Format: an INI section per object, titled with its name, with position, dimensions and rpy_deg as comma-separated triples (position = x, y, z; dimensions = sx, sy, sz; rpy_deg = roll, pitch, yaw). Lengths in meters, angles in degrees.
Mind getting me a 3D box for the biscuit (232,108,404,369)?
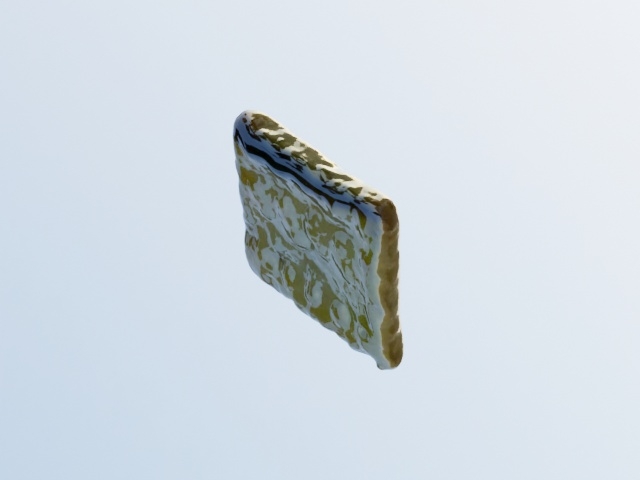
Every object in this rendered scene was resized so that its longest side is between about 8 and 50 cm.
[biscuit]
position = 0.000, 0.000, 0.642
dimensions = 0.018, 0.083, 0.081
rpy_deg = -32, -41, -28
